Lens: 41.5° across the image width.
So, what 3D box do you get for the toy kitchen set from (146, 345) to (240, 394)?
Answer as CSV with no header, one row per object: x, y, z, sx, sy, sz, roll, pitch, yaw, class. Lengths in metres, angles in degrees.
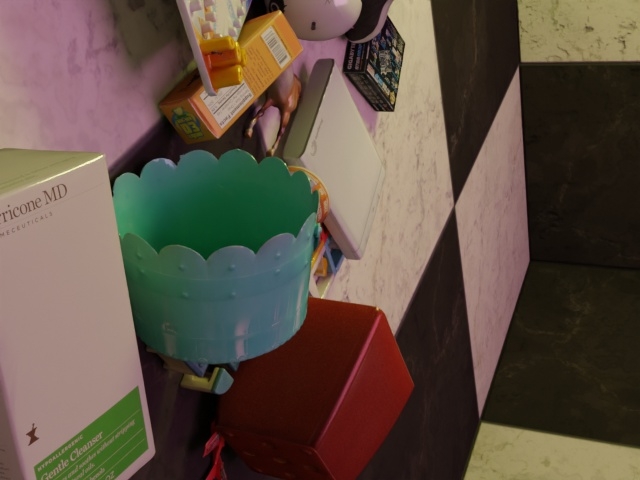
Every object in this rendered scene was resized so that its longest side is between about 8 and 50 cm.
-0.144,0.118,1.279,0.166,0.122,0.207,62,40,-51,toy kitchen set

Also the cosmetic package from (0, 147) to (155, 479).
-0.309,0.103,0.870,0.197,0.155,0.365,-39,131,-55,cosmetic package

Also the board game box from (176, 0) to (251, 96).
-0.145,-0.448,1.108,0.389,0.050,0.389,-83,163,-53,board game box

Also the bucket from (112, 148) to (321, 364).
-0.136,0.016,1.107,0.281,0.281,0.183,-51,148,-52,bucket

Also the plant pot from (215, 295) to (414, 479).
-0.027,0.260,1.401,0.235,0.268,0.267,-66,150,-31,plant pot

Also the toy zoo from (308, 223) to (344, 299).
0.000,0.000,1.691,0.293,0.030,0.192,-63,148,-40,toy zoo

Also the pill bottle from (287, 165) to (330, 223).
-0.076,-0.030,1.403,0.216,0.121,0.121,-50,139,-53,pill bottle

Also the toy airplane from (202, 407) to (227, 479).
-0.166,0.337,1.387,0.151,0.028,0.151,4,90,-73,toy airplane

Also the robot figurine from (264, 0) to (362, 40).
-0.009,-0.475,1.412,0.209,0.174,0.278,4,91,-52,robot figurine

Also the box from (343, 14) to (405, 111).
0.123,-0.405,1.863,0.220,0.051,0.175,32,65,-64,box

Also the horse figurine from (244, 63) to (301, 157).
-0.088,-0.266,1.402,0.174,0.066,0.263,-63,152,-26,horse figurine

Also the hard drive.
0.039,-0.150,1.656,0.353,0.047,0.232,57,44,-52,hard drive

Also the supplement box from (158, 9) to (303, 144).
-0.126,-0.239,1.230,0.233,0.078,0.080,-50,121,-33,supplement box

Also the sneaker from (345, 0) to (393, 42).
0.059,-0.465,1.616,0.296,0.147,0.104,140,-61,-68,sneaker
